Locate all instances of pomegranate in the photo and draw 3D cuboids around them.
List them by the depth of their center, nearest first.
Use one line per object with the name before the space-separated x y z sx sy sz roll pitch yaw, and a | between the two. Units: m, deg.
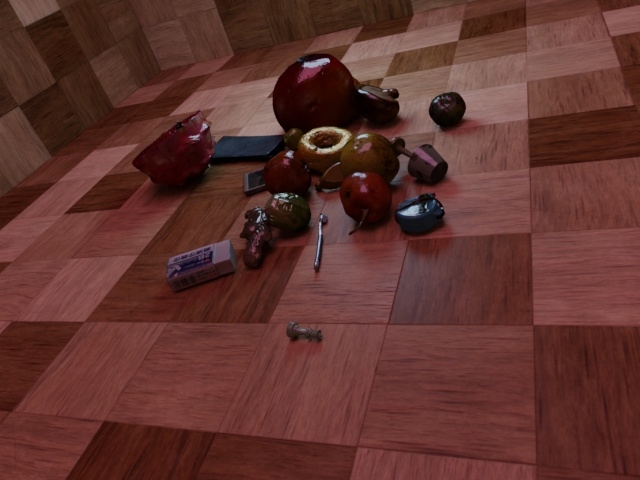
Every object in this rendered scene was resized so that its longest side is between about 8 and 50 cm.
pomegranate | 0.482 -0.510 2.045 0.138 0.126 0.163 -23 31 18

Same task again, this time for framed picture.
framed picture | -0.184 -0.262 2.130 0.259 0.023 0.189 -19 31 3

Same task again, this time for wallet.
wallet | -0.334 -0.414 2.395 0.378 0.046 0.191 5 42 30

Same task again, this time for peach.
peach | -0.020 -0.650 2.338 0.405 0.310 0.335 -17 37 3

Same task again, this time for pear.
pear | 0.169 -0.263 1.787 0.197 0.197 0.197 -13 34 9
pear | -0.108 -0.432 2.275 0.097 0.092 0.092 10 16 -36

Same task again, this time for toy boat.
toy boat | 0.083 -0.241 1.924 0.229 0.089 0.088 -25 -5 -7

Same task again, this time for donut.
donut | 0.030 -0.348 2.069 0.253 0.118 0.254 -2 42 2

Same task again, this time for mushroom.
mushroom | 0.226 -0.567 2.224 0.194 0.138 0.231 0 29 -4

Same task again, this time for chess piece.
chess piece | -0.038 0.232 1.345 0.093 0.042 0.042 7 42 26

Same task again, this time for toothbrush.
toothbrush | 0.000 0.000 1.666 0.026 0.024 0.288 1 36 5

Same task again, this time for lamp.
lamp | 0.325 -0.275 1.794 0.121 0.121 0.214 -32 47 -18

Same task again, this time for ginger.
ginger | -0.211 -0.024 1.750 0.122 0.084 0.290 -10 35 2

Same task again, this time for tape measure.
tape measure | 0.291 -0.081 1.578 0.146 0.081 0.125 -17 31 5

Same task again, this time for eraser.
eraser | -0.380 0.077 1.709 0.210 0.068 0.124 -18 31 2

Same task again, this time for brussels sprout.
brussels sprout | -0.103 -0.097 1.752 0.117 0.155 0.155 -50 27 22

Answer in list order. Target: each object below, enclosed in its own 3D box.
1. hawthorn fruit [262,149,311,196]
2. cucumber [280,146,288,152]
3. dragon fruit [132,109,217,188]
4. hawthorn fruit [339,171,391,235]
hawthorn fruit | -0.133 -0.227 1.921 0.200 0.179 0.179 -16 33 22
cucumber | -0.140 -0.360 2.199 0.043 0.039 0.163 -7 28 -21
dragon fruit | -0.598 -0.375 2.291 0.386 0.249 0.371 -46 24 -23
hawthorn fruit | 0.136 -0.099 1.617 0.165 0.165 0.285 -12 33 12
